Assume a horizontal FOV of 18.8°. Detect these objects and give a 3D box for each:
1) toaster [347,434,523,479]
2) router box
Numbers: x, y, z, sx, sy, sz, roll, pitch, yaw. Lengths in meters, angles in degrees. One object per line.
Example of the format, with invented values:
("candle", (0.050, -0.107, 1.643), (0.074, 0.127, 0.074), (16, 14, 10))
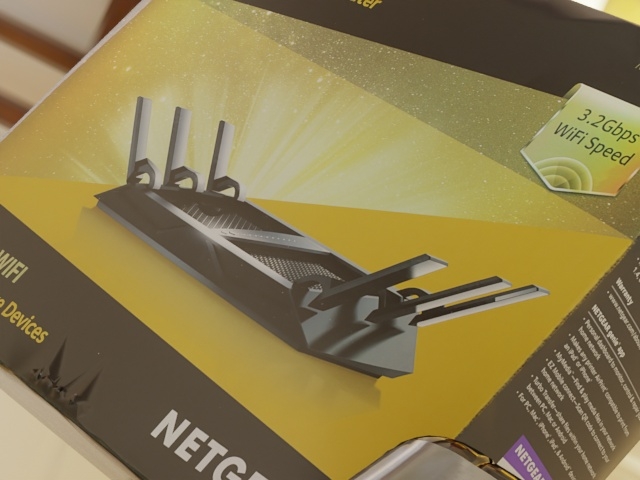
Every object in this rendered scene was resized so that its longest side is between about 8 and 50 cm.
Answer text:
("toaster", (0.038, 0.147, 0.389), (0.110, 0.168, 0.185), (-28, 144, -42))
("router box", (0.000, 0.000, 0.755), (0.243, 0.309, 0.081), (-47, 132, -14))
